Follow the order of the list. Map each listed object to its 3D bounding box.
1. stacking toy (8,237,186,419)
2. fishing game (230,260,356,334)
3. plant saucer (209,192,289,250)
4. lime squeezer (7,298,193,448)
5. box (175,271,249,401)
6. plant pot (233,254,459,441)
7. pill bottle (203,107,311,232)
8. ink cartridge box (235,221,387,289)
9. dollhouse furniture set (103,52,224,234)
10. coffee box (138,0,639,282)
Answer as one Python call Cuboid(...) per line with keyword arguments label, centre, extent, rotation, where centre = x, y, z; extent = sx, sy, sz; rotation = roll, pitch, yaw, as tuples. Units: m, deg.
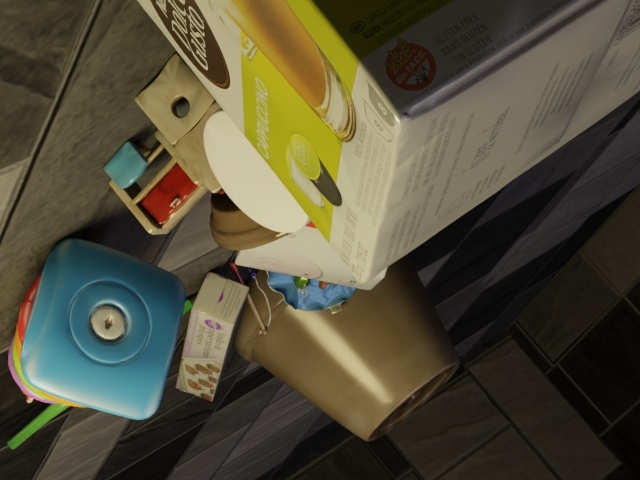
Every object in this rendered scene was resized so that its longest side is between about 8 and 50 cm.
Cuboid(label="stacking toy", centre=(-0.287, 0.125, 1.724), extent=(0.302, 0.166, 0.175), rotation=(-31, -138, 59))
Cuboid(label="fishing game", centre=(0.009, 0.024, 2.148), extent=(0.264, 0.041, 0.189), rotation=(-32, 127, -14))
Cuboid(label="plant saucer", centre=(-0.014, -0.097, 1.657), extent=(0.278, 0.041, 0.278), rotation=(-32, -157, 15))
Cuboid(label="lime squeezer", centre=(-0.295, 0.171, 2.027), extent=(0.310, 0.059, 0.110), rotation=(-39, -164, -9))
Cuboid(label="box", centre=(-0.158, 0.144, 2.199), extent=(0.324, 0.063, 0.067), rotation=(110, 1, -64))
Cuboid(label="plant pot", centre=(0.056, 0.140, 2.340), extent=(0.323, 0.280, 0.323), rotation=(-38, 165, -12))
Cuboid(label="pill bottle", centre=(0.050, -0.145, 1.381), extent=(0.323, 0.181, 0.181), rotation=(-39, 168, -31))
Cuboid(label="ink cartridge box", centre=(0.000, 0.000, 1.924), extent=(0.232, 0.189, 0.066), rotation=(133, -32, -77))
Cuboid(label="dollhouse furniture set", centre=(-0.130, -0.072, 1.510), extent=(0.183, 0.129, 0.129), rotation=(-45, 165, 20))
Cuboid(label="coffee box", centre=(0.074, -0.232, 1.119), extent=(0.338, 0.334, 0.337), rotation=(-34, 166, -14))
